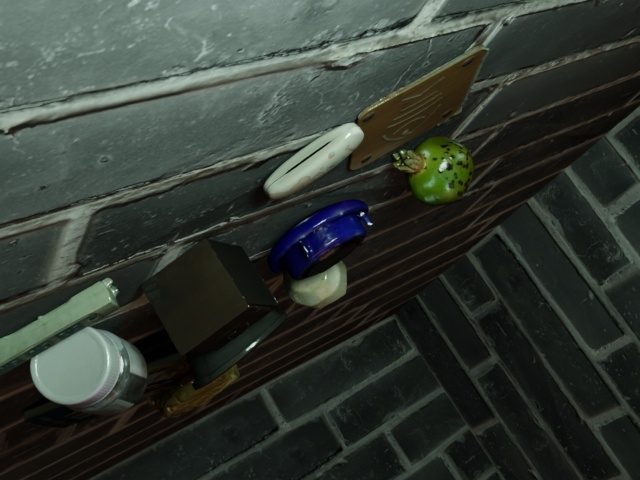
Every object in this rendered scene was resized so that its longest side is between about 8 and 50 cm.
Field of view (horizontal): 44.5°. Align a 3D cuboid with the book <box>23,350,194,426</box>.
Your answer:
[{"bbox_3d":[-0.490,0.373,1.969,0.428,0.039,0.300,-21,165,-4],"label":"book"}]

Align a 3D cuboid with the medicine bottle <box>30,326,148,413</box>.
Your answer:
[{"bbox_3d":[-0.449,0.257,1.545,0.165,0.165,0.273,-32,165,-7],"label":"medicine bottle"}]

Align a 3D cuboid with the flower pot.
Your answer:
[{"bbox_3d":[-0.226,0.197,1.783,0.269,0.166,0.269,-40,179,-1],"label":"flower pot"}]

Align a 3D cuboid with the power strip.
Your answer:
[{"bbox_3d":[-0.483,0.160,1.378,0.286,0.048,0.080,-29,165,-10],"label":"power strip"}]

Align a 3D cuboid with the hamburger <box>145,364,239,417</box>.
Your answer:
[{"bbox_3d":[-0.378,0.412,2.309,0.259,0.144,0.283,-38,162,1],"label":"hamburger"}]

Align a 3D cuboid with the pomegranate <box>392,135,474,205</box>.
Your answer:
[{"bbox_3d":[0.251,-0.161,1.752,0.205,0.159,0.159,12,139,-36],"label":"pomegranate"}]

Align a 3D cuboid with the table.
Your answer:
[{"bbox_3d":[-0.213,0.118,1.575,0.169,0.172,0.193,-36,166,9],"label":"table"}]

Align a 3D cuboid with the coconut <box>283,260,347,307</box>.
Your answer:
[{"bbox_3d":[-0.011,0.098,2.017,0.161,0.161,0.162,-35,158,7],"label":"coconut"}]

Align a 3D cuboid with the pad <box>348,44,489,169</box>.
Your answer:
[{"bbox_3d":[0.183,-0.251,1.533,0.286,0.018,0.284,-29,167,-10],"label":"pad"}]

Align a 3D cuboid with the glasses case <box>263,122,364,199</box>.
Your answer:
[{"bbox_3d":[-0.012,-0.140,1.391,0.204,0.051,0.081,-35,165,8],"label":"glasses case"}]

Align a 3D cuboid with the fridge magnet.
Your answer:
[{"bbox_3d":[0.000,0.000,1.780,0.265,0.112,0.265,-31,168,-7],"label":"fridge magnet"}]

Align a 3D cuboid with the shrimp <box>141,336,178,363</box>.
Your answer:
[{"bbox_3d":[-0.435,0.312,2.018,0.152,0.046,0.219,-16,158,-52],"label":"shrimp"}]
